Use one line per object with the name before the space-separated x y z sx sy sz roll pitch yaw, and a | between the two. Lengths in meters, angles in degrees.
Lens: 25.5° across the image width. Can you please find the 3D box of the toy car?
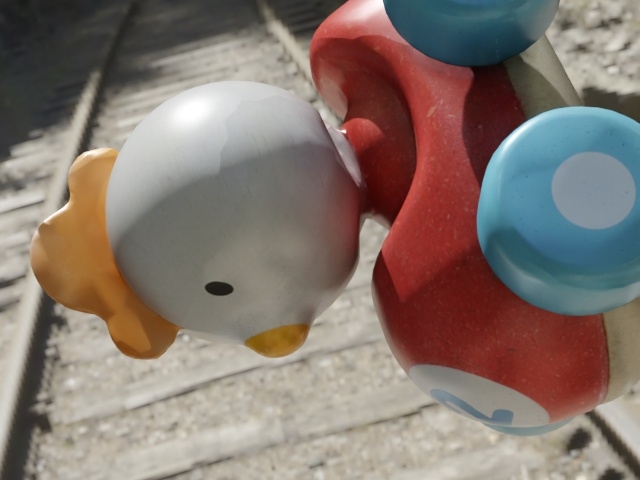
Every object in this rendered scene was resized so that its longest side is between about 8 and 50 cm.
toy car | 0.000 0.000 0.602 0.238 0.210 0.219 -18 -21 -5
